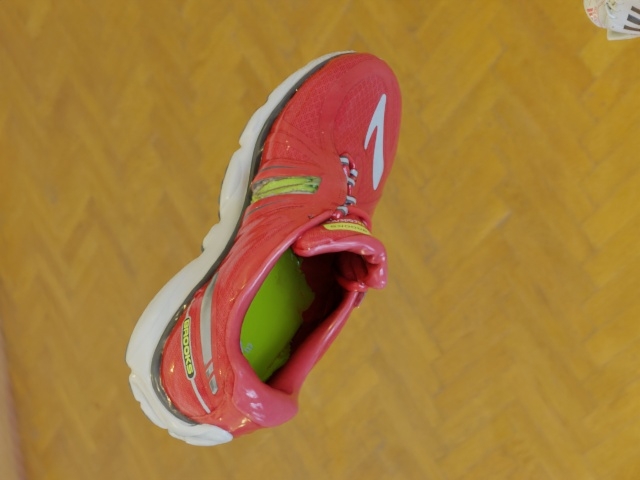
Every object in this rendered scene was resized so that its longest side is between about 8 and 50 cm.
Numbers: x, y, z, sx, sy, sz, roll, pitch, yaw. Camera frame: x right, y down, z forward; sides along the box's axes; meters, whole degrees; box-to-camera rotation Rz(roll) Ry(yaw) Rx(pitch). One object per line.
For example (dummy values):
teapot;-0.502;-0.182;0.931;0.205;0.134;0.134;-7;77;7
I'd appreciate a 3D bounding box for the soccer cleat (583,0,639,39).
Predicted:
soccer cleat;0.102;-0.083;0.390;0.035;0.083;0.029;-12;79;21

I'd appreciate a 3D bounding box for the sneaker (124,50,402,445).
sneaker;0.000;0.000;0.699;0.118;0.279;0.107;-9;138;47
